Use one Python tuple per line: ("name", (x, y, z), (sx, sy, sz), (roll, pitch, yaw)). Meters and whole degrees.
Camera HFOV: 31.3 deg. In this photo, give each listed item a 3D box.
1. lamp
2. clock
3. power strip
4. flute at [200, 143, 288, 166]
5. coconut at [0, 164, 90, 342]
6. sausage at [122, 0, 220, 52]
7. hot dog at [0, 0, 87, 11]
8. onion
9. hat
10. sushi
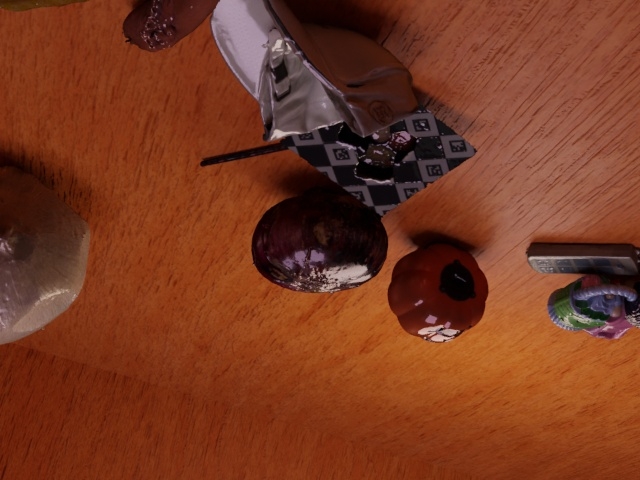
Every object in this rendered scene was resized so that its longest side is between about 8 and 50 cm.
("lamp", (0.215, 0.100, 2.147), (0.188, 0.187, 0.164), (22, 155, -18))
("clock", (0.539, 0.117, 2.077), (0.194, 0.100, 0.195), (12, 162, -25))
("power strip", (0.478, 0.035, 2.050), (0.227, 0.029, 0.080), (0, 153, 27))
("flute", (-0.110, -0.152, 1.972), (0.270, 0.014, 0.014), (-7, 149, 39))
("coconut", (-0.628, 0.031, 2.260), (0.346, 0.346, 0.360), (22, 156, -19))
("sausage", (-0.184, -0.330, 1.536), (0.087, 0.079, 0.327), (60, 147, -1))
("hot dog", (-0.344, -0.357, 1.560), (0.286, 0.087, 0.061), (4, 160, 27))
("onion", (0.000, 0.000, 2.039), (0.247, 0.190, 0.246), (-4, 167, -1))
("hat", (-0.011, -0.261, 1.562), (0.258, 0.168, 0.301), (4, 135, 57))
("sushi", (0.093, -0.162, 1.780), (0.220, 0.047, 0.231), (35, 136, -21))
